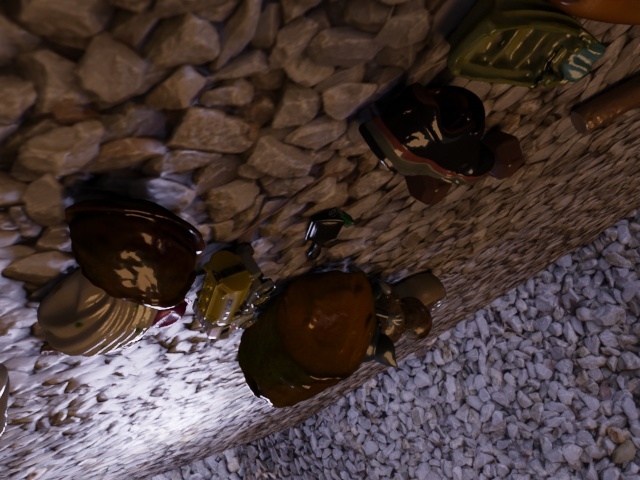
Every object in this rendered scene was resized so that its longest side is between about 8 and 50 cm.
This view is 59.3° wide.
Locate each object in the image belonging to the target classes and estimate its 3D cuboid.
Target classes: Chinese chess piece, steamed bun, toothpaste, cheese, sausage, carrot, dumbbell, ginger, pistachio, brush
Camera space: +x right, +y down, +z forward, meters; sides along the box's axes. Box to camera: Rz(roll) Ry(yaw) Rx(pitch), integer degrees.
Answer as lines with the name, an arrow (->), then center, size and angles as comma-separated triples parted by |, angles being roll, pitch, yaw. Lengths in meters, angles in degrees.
Chinese chess piece -> 0.281, 0.200, 1.797 | 0.249, 0.103, 0.250 | -26, 160, -11
steamed bun -> -0.321, 0.109, 0.844 | 0.182, 0.106, 0.183 | -23, 158, -10
toothpaste -> 0.041, -0.043, 1.065 | 0.020, 0.017, 0.083 | -32, 158, 15
cheese -> -0.303, 0.142, 1.030 | 0.145, 0.038, 0.095 | -28, 158, 0
sausage -> 0.663, -0.311, 1.166 | 0.301, 0.066, 0.066 | -29, 159, -3
carrot -> -0.034, 0.231, 1.288 | 0.241, 0.242, 0.340 | -5, 151, -46
sausage -> 0.397, -0.332, 0.721 | 0.328, 0.112, 0.112 | -12, 153, -37
dumbbell -> 0.268, -0.137, 1.041 | 0.230, 0.092, 0.082 | -19, -175, -22
ginger -> 0.120, 0.246, 1.586 | 0.375, 0.176, 0.256 | -24, 139, 9
pistachio -> -0.235, 0.013, 0.707 | 0.165, 0.131, 0.210 | -23, 144, 7
brush -> 0.000, 0.000, 1.096 | 0.062, 0.016, 0.193 | 1, 158, -10

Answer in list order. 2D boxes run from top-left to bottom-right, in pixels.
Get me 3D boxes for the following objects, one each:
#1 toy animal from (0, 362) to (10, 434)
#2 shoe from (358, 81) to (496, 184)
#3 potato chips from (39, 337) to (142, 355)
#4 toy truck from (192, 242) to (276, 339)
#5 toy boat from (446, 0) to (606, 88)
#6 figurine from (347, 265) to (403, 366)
toy animal -> -0.525, 0.189, 0.824 | 0.103, 0.131, 0.221 | 8, 122, -5
shoe -> 0.187, -0.168, 0.849 | 0.291, 0.114, 0.137 | 2, 138, -47
potato chips -> -0.415, 0.191, 1.021 | 0.037, 0.026, 0.204 | -43, 154, 24
toy truck -> -0.166, 0.095, 1.006 | 0.114, 0.098, 0.227 | -23, 159, -31
toy boat -> 0.273, -0.269, 0.760 | 0.276, 0.084, 0.111 | -8, 154, -36
figurine -> 0.114, 0.196, 1.403 | 0.193, 0.140, 0.265 | 5, 128, 3
